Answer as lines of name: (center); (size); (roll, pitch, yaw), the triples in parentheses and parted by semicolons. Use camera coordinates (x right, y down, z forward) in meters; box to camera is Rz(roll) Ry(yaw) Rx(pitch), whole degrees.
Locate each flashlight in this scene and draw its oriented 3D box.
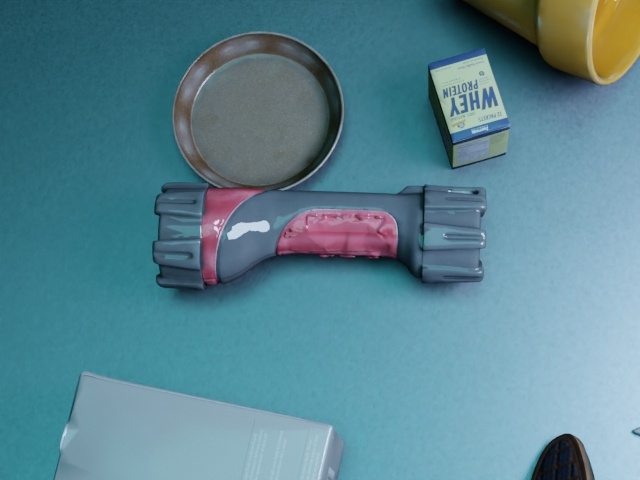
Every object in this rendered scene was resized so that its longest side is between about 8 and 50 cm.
flashlight: (0.000, 0.000, 1.359); (0.304, 0.103, 0.103); (3, 107, 4)

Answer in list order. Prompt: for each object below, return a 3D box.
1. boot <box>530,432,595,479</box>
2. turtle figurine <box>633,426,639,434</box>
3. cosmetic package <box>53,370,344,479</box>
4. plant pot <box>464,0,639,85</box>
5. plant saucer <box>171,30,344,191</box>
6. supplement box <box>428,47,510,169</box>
boot: (0.243, 0.283, 1.288); (0.106, 0.082, 0.219); (27, 48, -31)
turtle figurine: (0.420, 0.239, 1.195); (0.266, 0.198, 0.274); (-8, 65, 1)
cosmetic package: (-0.111, 0.206, 1.313); (0.238, 0.107, 0.127); (12, 77, 11)
plant pot: (0.215, -0.271, 1.372); (0.188, 0.205, 0.205); (23, 78, 26)
plant saucer: (-0.060, -0.121, 1.430); (0.168, 0.029, 0.168); (-1, 74, 5)
supplement box: (0.139, -0.124, 1.385); (0.056, 0.083, 0.083); (-17, 75, 0)
